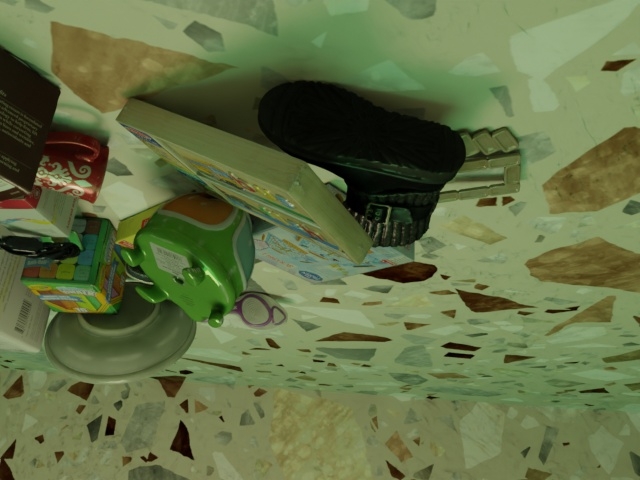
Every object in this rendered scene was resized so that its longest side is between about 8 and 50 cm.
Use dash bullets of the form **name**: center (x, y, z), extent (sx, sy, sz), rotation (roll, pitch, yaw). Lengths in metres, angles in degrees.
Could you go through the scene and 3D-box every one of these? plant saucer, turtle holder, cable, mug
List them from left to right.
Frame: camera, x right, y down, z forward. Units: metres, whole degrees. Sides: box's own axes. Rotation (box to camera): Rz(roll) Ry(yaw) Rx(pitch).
- **cable**: center (-0.615, 0.019, 1.380), extent (0.184, 0.047, 0.150), rotation (6, 175, -32)
- **mug**: center (-0.484, -0.158, 1.178), extent (0.169, 0.113, 0.150), rotation (14, 121, -26)
- **plant saucer**: center (-0.540, 0.213, 1.734), extent (0.400, 0.400, 0.101), rotation (4, 124, 1)
- **turtle holder**: center (-0.232, 0.045, 1.337), extent (0.243, 0.227, 0.320), rotation (-1, 135, 40)

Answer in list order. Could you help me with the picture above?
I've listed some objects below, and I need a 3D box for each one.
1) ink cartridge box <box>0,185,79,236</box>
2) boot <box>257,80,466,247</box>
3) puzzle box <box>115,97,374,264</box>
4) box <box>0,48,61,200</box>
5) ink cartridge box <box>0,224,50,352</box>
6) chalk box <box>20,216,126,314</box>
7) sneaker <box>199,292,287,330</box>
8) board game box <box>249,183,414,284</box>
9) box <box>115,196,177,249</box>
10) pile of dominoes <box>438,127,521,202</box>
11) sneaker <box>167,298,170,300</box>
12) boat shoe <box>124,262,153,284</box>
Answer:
- **ink cartridge box**: center (-0.592, -0.097, 1.299), extent (0.127, 0.128, 0.176), rotation (1, 155, 9)
- **boot**: center (0.050, -0.111, 1.092), extent (0.347, 0.131, 0.260), rotation (19, 152, -2)
- **puzzle box**: center (-0.127, -0.101, 1.074), extent (0.408, 0.052, 0.272), rotation (25, 168, 35)
- **box**: center (-0.552, -0.182, 1.013), extent (0.167, 0.203, 0.168), rotation (-9, 152, 28)
- **ink cartridge box**: center (-0.827, 0.091, 1.582), extent (0.160, 0.279, 0.385), rotation (2, 155, 9)
- **chalk box**: center (-0.602, 0.054, 1.575), extent (0.180, 0.179, 0.289), rotation (4, 156, 1)
- **sneaker**: center (-0.247, 0.220, 2.003), extent (0.305, 0.114, 0.152), rotation (6, 170, 8)
- **board game box**: center (0.000, 0.000, 1.485), extent (0.318, 0.066, 0.318), rotation (-16, 149, 38)
- **box**: center (-0.377, -0.031, 1.492), extent (0.232, 0.058, 0.087), rotation (-15, 150, 38)
- **pile of dominoes**: center (0.240, -0.142, 1.183), extent (0.251, 0.040, 0.196), rotation (-7, 148, 10)
- **sneaker**: center (-0.342, 0.137, 1.827), extent (0.094, 0.091, 0.258), rotation (-13, 160, 22)
- **boat shoe**: center (-0.379, 0.071, 1.676), extent (0.254, 0.095, 0.079), rotation (10, 157, -14)
